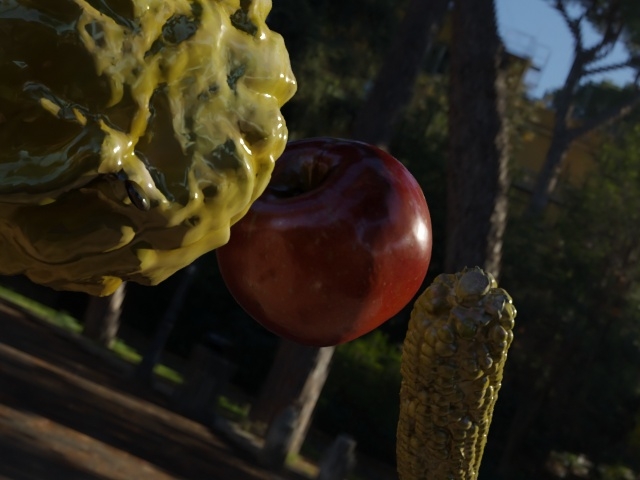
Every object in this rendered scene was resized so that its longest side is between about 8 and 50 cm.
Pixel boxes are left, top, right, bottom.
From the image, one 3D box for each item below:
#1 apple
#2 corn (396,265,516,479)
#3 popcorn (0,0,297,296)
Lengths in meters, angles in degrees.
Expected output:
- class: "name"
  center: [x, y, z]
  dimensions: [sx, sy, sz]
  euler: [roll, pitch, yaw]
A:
- class: "apple"
  center: [0.000, 0.000, 1.487]
  dimensions: [0.260, 0.260, 0.217]
  euler: [18, -42, 37]
- class: "corn"
  center: [0.105, 0.134, 1.031]
  dimensions: [0.086, 0.086, 0.288]
  euler: [21, -44, 19]
- class: "popcorn"
  center: [-0.210, -0.131, 0.966]
  dimensions: [0.349, 0.349, 0.381]
  euler: [29, -7, -37]
